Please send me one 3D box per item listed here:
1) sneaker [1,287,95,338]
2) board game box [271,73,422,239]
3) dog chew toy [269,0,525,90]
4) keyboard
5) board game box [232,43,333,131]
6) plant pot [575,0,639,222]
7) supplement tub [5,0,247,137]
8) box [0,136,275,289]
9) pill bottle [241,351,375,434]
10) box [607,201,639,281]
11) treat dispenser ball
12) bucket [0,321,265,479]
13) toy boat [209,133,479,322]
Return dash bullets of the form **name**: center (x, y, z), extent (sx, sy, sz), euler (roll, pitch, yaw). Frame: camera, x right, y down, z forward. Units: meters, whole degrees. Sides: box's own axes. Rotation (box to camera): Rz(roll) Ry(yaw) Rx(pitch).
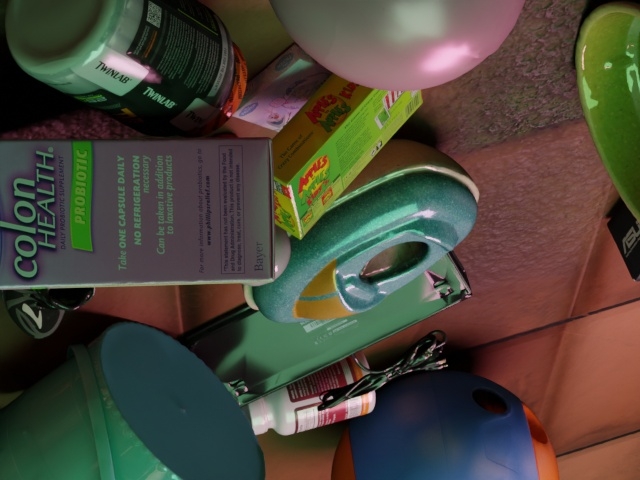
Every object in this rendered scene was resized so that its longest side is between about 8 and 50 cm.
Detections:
- **sneaker**: center (-0.259, 0.043, 1.702), extent (0.067, 0.078, 0.188), euler (-5, 149, -27)
- **board game box**: center (0.017, -0.097, 1.573), extent (0.181, 0.043, 0.092), euler (-49, 154, -20)
- **dog chew toy**: center (0.105, -0.265, 1.284), extent (0.207, 0.206, 0.332), euler (11, 131, -45)
- **keyboard**: center (0.023, 0.107, 2.002), extent (0.317, 0.033, 0.201), euler (-26, 124, 10)
- **board game box**: center (-0.024, -0.134, 1.606), extent (0.090, 0.020, 0.090), euler (-36, 150, 28)
- **plant pot**: center (0.423, -0.144, 1.675), extent (0.254, 0.276, 0.276), euler (-26, 155, -16)
- **supplement tub**: center (-0.146, -0.151, 1.388), extent (0.117, 0.117, 0.190), euler (-32, 150, 20)
- **box**: center (-0.175, -0.024, 1.454), extent (0.243, 0.117, 0.213), euler (-2, -178, -12)
- **pill bottle**: center (-0.018, 0.182, 2.108), extent (0.152, 0.086, 0.086), euler (-13, 152, -14)
- **box**: center (0.563, -0.093, 2.004), extent (0.395, 0.097, 0.318), euler (-8, 152, -23)
- **treat dispenser ball**: center (0.156, 0.307, 2.236), extent (0.288, 0.288, 0.288), euler (-16, 152, -9)
- **bucket**: center (-0.206, 0.233, 1.883), extent (0.183, 0.281, 0.281), euler (-43, 147, 19)
- **toy boat**: center (0.000, 0.000, 1.726), extent (0.267, 0.148, 0.318), euler (-35, 150, 26)
